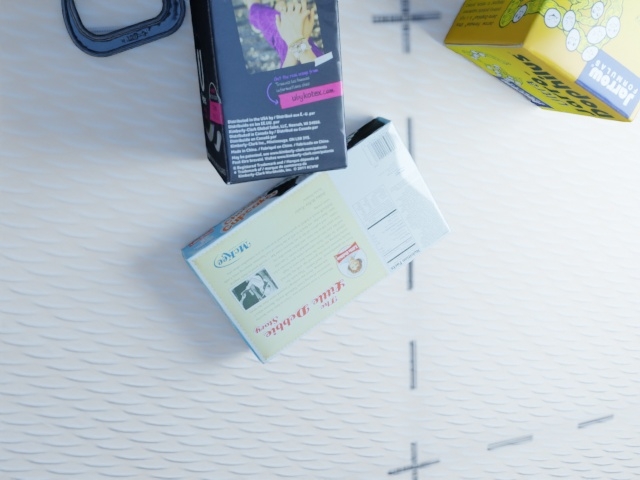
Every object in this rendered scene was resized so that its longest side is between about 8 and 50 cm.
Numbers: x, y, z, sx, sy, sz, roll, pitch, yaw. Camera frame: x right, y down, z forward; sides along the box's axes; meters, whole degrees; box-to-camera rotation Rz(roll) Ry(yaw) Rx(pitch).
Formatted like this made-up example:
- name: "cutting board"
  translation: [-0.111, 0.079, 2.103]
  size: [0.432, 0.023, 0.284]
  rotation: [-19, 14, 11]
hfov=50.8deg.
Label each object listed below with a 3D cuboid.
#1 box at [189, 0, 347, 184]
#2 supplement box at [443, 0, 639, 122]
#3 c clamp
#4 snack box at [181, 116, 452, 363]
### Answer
- name: "box"
  translation: [-0.066, -0.216, 0.769]
  size: [0.143, 0.165, 0.270]
  rotation: [-8, 107, -15]
- name: "supplement box"
  translation: [0.352, -0.357, 0.844]
  size: [0.194, 0.195, 0.356]
  rotation: [25, 98, -22]
- name: "c clamp"
  translation: [-0.228, -0.292, 0.778]
  size: [0.161, 0.022, 0.137]
  rotation: [-29, 117, -9]
- name: "snack box"
  translation: [0.000, 0.000, 0.910]
  size: [0.322, 0.060, 0.187]
  rotation: [-34, 112, -5]
